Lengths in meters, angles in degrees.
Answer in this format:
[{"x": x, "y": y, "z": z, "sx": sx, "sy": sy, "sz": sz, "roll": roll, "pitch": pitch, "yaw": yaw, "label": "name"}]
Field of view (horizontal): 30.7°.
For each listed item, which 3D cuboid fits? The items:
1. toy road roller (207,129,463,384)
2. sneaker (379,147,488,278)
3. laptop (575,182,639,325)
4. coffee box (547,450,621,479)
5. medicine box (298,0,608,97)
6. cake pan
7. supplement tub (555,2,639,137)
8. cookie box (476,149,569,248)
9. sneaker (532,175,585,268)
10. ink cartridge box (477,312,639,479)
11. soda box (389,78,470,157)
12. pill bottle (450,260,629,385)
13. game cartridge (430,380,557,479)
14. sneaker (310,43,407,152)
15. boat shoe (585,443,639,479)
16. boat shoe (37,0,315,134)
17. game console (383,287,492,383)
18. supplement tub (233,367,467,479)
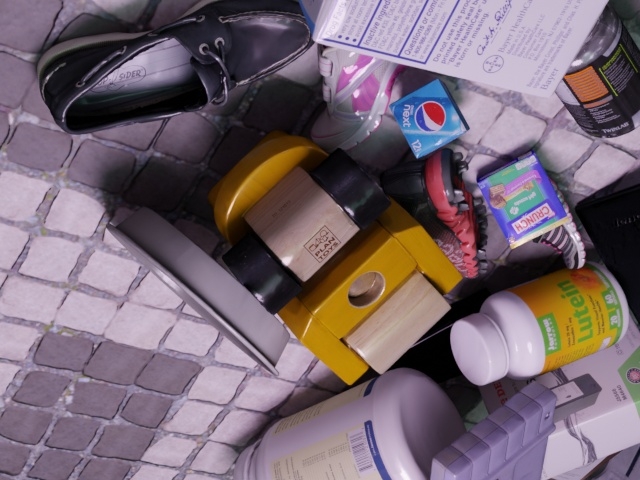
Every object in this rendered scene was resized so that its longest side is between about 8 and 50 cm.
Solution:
[{"x": 0.000, "y": 0.000, "z": 1.476, "sx": 0.202, "sy": 0.240, "sz": 0.329, "roll": -43, "pitch": 132, "yaw": 0, "label": "toy road roller"}, {"x": 0.155, "y": -0.029, "z": 1.610, "sx": 0.135, "sy": 0.098, "sz": 0.276, "roll": -8, "pitch": 150, "yaw": 18, "label": "sneaker"}, {"x": 0.663, "y": 0.008, "z": 1.750, "sx": 0.382, "sy": 0.236, "sz": 0.408, "roll": -21, "pitch": 167, "yaw": 34, "label": "laptop"}, {"x": 0.392, "y": 0.351, "z": 1.994, "sx": 0.098, "sy": 0.141, "sz": 0.246, "roll": 27, "pitch": 120, "yaw": -34, "label": "coffee box"}, {"x": 0.115, "y": -0.306, "z": 1.223, "sx": 0.289, "sy": 0.263, "sz": 0.149, "roll": 10, "pitch": 128, "yaw": -25, "label": "medicine box"}, {"x": -0.149, "y": 0.060, "z": 1.494, "sx": 0.054, "sy": 0.293, "sz": 0.293, "roll": -48, "pitch": 132, "yaw": -8, "label": "cake pan"}, {"x": 0.339, "y": -0.225, "z": 1.465, "sx": 0.117, "sy": 0.117, "sz": 0.190, "roll": -33, "pitch": 132, "yaw": 15, "label": "supplement tub"}, {"x": 0.280, "y": -0.057, "z": 1.618, "sx": 0.092, "sy": 0.040, "sz": 0.107, "roll": -28, "pitch": 98, "yaw": 12, "label": "cookie box"}, {"x": 0.331, "y": -0.016, "z": 1.694, "sx": 0.074, "sy": 0.063, "sz": 0.170, "roll": -26, "pitch": 128, "yaw": 8, "label": "sneaker"}, {"x": 0.400, "y": 0.244, "z": 1.857, "sx": 0.272, "sy": 0.198, "sz": 0.115, "roll": -23, "pitch": 133, "yaw": 5, "label": "ink cartridge box"}, {"x": 0.136, "y": -0.149, "z": 1.417, "sx": 0.067, "sy": 0.210, "sz": 0.071, "roll": -29, "pitch": 91, "yaw": 10, "label": "soda box"}, {"x": 0.322, "y": 0.128, "z": 1.729, "sx": 0.245, "sy": 0.136, "sz": 0.136, "roll": -18, "pitch": 137, "yaw": -23, "label": "pill bottle"}, {"x": 0.240, "y": 0.394, "z": 1.704, "sx": 0.230, "sy": 0.068, "sz": 0.355, "roll": -34, "pitch": 140, "yaw": -35, "label": "game cartridge"}, {"x": 0.041, "y": -0.216, "z": 1.407, "sx": 0.111, "sy": 0.103, "sz": 0.252, "roll": 22, "pitch": 126, "yaw": -15, "label": "sneaker"}, {"x": 0.494, "y": 0.471, "z": 2.053, "sx": 0.335, "sy": 0.121, "sz": 0.119, "roll": -34, "pitch": 157, "yaw": -43, "label": "boat shoe"}, {"x": -0.157, "y": -0.197, "z": 1.348, "sx": 0.340, "sy": 0.113, "sz": 0.127, "roll": -11, "pitch": 133, "yaw": -7, "label": "boat shoe"}, {"x": 0.147, "y": 0.104, "z": 1.764, "sx": 0.213, "sy": 0.044, "sz": 0.361, "roll": -29, "pitch": 134, "yaw": 11, "label": "game console"}, {"x": 0.048, "y": 0.357, "z": 1.812, "sx": 0.325, "sy": 0.235, "sz": 0.235, "roll": -28, "pitch": 135, "yaw": 29, "label": "supplement tub"}]
